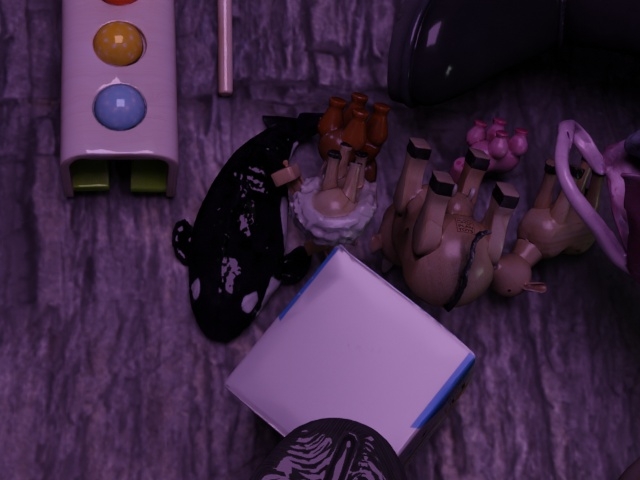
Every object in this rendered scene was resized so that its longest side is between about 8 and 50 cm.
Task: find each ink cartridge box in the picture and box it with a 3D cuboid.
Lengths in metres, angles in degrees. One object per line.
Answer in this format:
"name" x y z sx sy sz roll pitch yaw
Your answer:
"ink cartridge box" 0.036 0.137 1.514 0.168 0.232 0.171 38 85 10

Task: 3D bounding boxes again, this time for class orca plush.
"orca plush" -0.064 -0.036 1.680 0.151 0.102 0.287 30 64 8

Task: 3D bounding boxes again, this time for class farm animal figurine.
"farm animal figurine" 0.138 -0.017 1.649 0.330 0.172 0.327 15 21 1

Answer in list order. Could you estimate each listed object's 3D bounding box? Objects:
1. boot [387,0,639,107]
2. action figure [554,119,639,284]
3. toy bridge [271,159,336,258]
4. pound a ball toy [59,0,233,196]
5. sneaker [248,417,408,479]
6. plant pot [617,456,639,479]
"boot" 0.343 -0.218 1.681 0.445 0.146 0.367 19 46 25
"action figure" 0.370 0.075 1.568 0.276 0.370 0.248 2 31 17
"toy bridge" 0.000 0.000 1.674 0.026 0.063 0.188 -22 95 15
"pound a ball toy" -0.184 -0.214 1.736 0.208 0.135 0.319 0 65 -6
"sneaker" -0.049 0.375 1.377 0.169 0.257 0.447 16 80 -4
"plant pot" 0.375 0.333 1.406 0.323 0.323 0.280 3 31 -5
